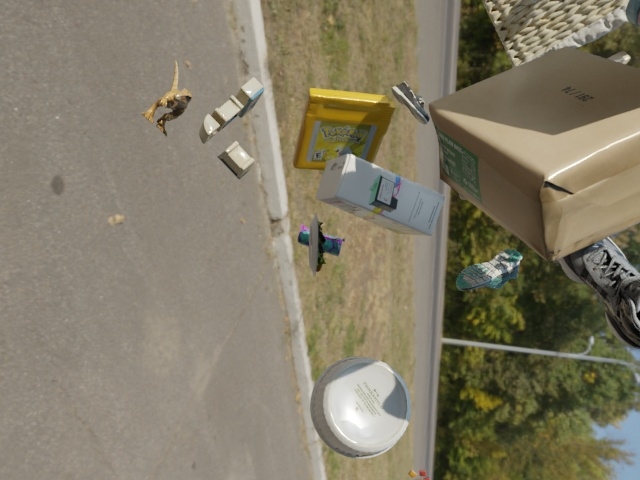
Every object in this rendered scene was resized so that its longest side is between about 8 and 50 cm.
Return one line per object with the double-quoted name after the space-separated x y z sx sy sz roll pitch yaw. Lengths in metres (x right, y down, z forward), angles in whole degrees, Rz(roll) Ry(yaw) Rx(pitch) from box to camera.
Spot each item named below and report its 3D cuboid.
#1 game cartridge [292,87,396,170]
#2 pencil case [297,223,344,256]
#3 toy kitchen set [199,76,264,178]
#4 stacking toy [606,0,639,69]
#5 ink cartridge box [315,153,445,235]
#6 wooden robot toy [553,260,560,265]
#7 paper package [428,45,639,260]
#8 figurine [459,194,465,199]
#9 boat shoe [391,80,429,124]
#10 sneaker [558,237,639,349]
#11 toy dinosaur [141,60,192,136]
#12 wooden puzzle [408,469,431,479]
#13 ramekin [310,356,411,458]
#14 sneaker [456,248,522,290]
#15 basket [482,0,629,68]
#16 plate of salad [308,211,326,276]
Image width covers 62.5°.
0.072 -0.353 1.751 0.323 0.286 0.052 110 -21 -54 "game cartridge"
0.000 0.000 1.752 0.064 0.152 0.070 -62 166 -47 "pencil case"
-0.201 -0.283 1.379 0.207 0.166 0.122 -48 -170 -24 "toy kitchen set"
0.666 -0.414 1.110 0.309 0.280 0.130 23 37 -53 "stacking toy"
0.148 -0.114 1.387 0.117 0.278 0.201 -70 -165 -3 "ink cartridge box"
0.506 0.002 1.095 0.173 0.076 0.079 -52 166 -26 "wooden robot toy"
0.386 -0.155 0.851 0.324 0.310 0.168 -122 -168 -53 "paper package"
0.439 -0.204 1.261 0.215 0.092 0.209 -47 167 -25 "figurine"
0.199 -0.296 1.125 0.125 0.038 0.046 57 3 36 "boat shoe"
0.510 0.064 0.898 0.268 0.101 0.153 59 3 11 "sneaker"
-0.268 -0.254 0.966 0.064 0.112 0.211 45 1 -34 "toy dinosaur"
0.149 0.375 0.781 0.083 0.049 0.006 61 26 -11 "wooden puzzle"
0.113 0.435 1.393 0.127 0.273 0.272 110 -9 -68 "ramekin"
0.389 0.086 1.207 0.065 0.167 0.076 -123 -166 -55 "sneaker"
0.612 -0.633 1.333 0.266 0.331 0.328 57 37 -13 "basket"
-0.008 0.013 1.612 0.200 0.048 0.199 -179 -90 -85 "plate of salad"
